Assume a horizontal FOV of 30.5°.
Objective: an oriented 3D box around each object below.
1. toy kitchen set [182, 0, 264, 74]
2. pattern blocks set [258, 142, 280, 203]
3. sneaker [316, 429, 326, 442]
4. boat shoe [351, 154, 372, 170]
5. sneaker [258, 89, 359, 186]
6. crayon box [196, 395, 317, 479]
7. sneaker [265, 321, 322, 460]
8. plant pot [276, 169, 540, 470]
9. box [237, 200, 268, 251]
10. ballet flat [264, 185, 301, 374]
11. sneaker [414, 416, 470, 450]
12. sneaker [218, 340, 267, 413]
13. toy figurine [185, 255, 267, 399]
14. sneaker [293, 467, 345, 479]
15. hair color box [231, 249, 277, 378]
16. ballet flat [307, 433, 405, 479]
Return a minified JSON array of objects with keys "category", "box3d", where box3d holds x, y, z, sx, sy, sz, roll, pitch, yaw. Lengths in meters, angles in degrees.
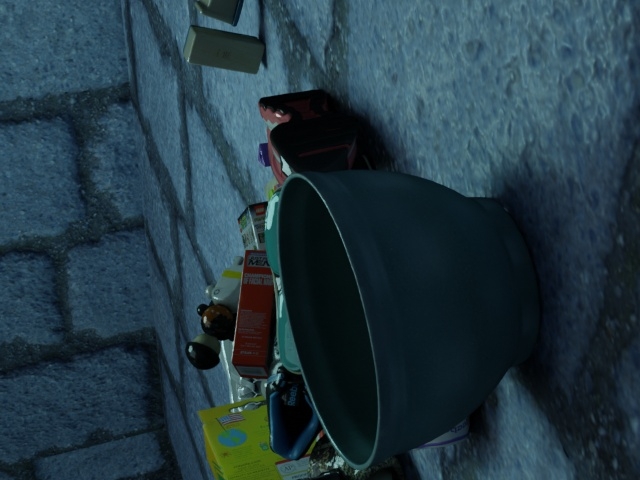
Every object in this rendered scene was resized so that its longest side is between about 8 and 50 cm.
[{"category":"toy kitchen set","box3d":[-0.154,-0.404,1.917,0.166,0.122,0.207,56,133,54]},{"category":"pattern blocks set","box3d":[-0.053,-0.022,1.940,0.285,0.026,0.325,115,140,-65]},{"category":"sneaker","box3d":[0.028,0.276,1.850,0.065,0.061,0.158,-49,27,21]},{"category":"boat shoe","box3d":[0.055,-0.043,1.515,0.049,0.042,0.133,-171,71,-78]},{"category":"sneaker","box3d":[-0.008,-0.105,1.564,0.314,0.116,0.136,-111,12,-68]},{"category":"crayon box","box3d":[-0.075,0.379,1.994,0.318,0.202,0.081,-126,28,-58]},{"category":"sneaker","box3d":[-0.006,0.152,1.609,0.139,0.125,0.341,-63,-19,-55]},{"category":"plant pot","box3d":[0.093,0.059,1.161,0.293,0.196,0.293,168,90,-75]},{"category":"box","box3d":[-0.108,0.001,2.054,0.207,0.036,0.114,152,105,-80]},{"category":"ballet flat","box3d":[-0.021,0.046,1.493,0.086,0.086,0.248,-141,47,-66]},{"category":"sneaker","box3d":[0.094,0.166,1.425,0.282,0.102,0.161,-143,41,-67]},{"category":"sneaker","box3d":[-0.122,0.279,2.257,0.281,0.105,0.115,65,150,14]},{"category":"toy figurine","box3d":[-0.096,0.146,1.833,0.148,0.213,0.209,-62,1,-26]},{"category":"sneaker","box3d":[0.041,0.437,1.488,0.447,0.169,0.257,3,101,46]},{"category":"hair color box","box3d":[-0.087,0.107,1.682,0.093,0.053,0.167,76,-162,-70]},{"category":"ballet flat","box3d":[0.071,0.505,1.676,0.182,0.164,0.482,24,121,59]}]
